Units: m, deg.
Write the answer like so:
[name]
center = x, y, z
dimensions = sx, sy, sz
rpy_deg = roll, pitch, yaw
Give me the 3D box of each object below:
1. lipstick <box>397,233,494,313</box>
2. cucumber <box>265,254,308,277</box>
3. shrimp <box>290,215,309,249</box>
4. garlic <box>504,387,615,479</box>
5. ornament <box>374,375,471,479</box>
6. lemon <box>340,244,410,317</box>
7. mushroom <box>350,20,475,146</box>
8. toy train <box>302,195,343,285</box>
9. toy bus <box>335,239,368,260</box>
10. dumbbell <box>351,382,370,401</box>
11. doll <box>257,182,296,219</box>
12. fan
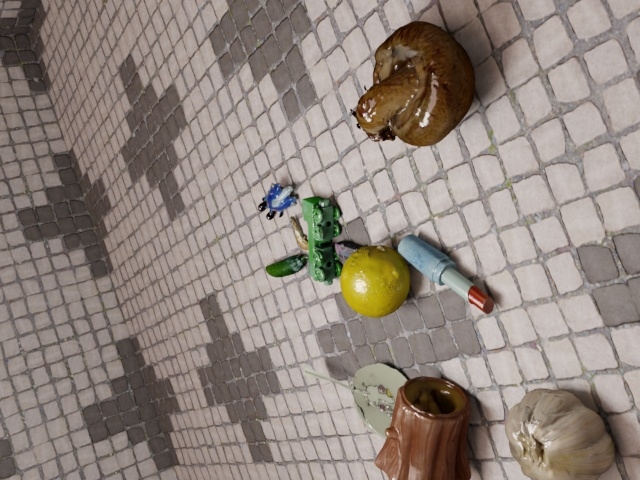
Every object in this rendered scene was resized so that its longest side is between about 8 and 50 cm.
[lipstick]
center = 0.289, 0.077, 1.657
dimensions = 0.274, 0.061, 0.068
rpy_deg = 40, 132, 39
[cucumber]
center = -0.102, 0.080, 2.215
dimensions = 0.250, 0.056, 0.056
rpy_deg = -21, 86, 58
[shrimp]
center = -0.051, -0.028, 2.127
dimensions = 0.083, 0.023, 0.114
rpy_deg = -26, 88, 52
[garlic]
center = 0.470, 0.407, 1.464
dimensions = 0.228, 0.152, 0.227
rpy_deg = 27, 128, 41
[ornament]
center = 0.263, 0.460, 1.753
dimensions = 0.235, 0.221, 0.217
rpy_deg = 10, 113, 8
[lemon]
center = 0.133, 0.103, 1.792
dimensions = 0.173, 0.174, 0.206
rpy_deg = 55, 150, 25
[mushroom]
center = 0.195, -0.314, 1.508
dimensions = 0.283, 0.195, 0.263
rpy_deg = -27, 73, 39
[toy train]
center = 0.000, 0.000, 2.021
dimensions = 0.119, 0.085, 0.251
rpy_deg = 27, 123, 54
[toy bus]
center = 0.094, 0.034, 1.938
dimensions = 0.131, 0.037, 0.052
rpy_deg = 18, 122, 49
[dumbbell]
center = 0.123, 0.427, 2.059
dimensions = 0.083, 0.036, 0.040
rpy_deg = 26, 122, 47
[doll]
center = -0.125, -0.122, 2.157
dimensions = 0.096, 0.070, 0.195
rpy_deg = 42, 147, -7
[fan]
center = 0.114, 0.420, 2.021
dimensions = 0.415, 0.012, 0.232
rpy_deg = 17, 114, 36
